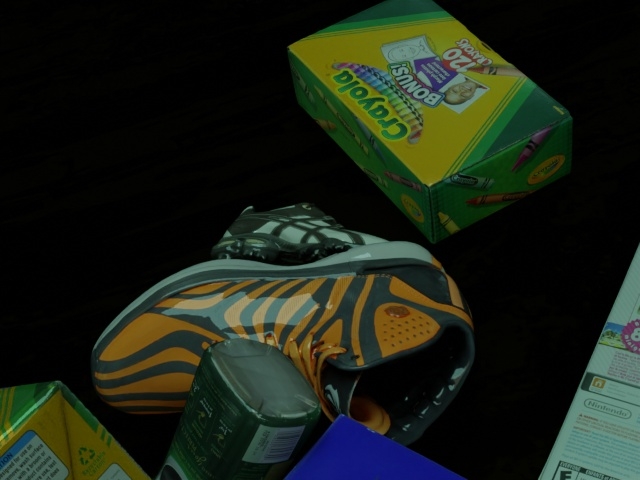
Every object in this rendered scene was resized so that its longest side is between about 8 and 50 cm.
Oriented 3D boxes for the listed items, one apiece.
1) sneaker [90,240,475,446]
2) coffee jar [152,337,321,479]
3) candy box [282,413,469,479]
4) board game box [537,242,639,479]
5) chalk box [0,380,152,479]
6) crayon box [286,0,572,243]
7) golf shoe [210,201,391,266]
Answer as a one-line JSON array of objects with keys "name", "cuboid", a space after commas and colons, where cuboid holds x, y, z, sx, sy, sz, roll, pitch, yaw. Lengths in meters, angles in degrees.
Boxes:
[{"name": "sneaker", "cuboid": [-0.028, 0.097, 0.998, 0.321, 0.124, 0.180, -17, 29, -4]}, {"name": "coffee jar", "cuboid": [-0.073, 0.171, 0.926, 0.079, 0.184, 0.096, 2, 35, -40]}, {"name": "candy box", "cuboid": [0.069, 0.299, 0.809, 0.317, 0.122, 0.268, 25, 58, 29]}, {"name": "board game box", "cuboid": [0.314, 0.131, 0.935, 0.224, 0.097, 0.303, 17, 55, 24]}, {"name": "chalk box", "cuboid": [-0.240, 0.224, 0.863, 0.180, 0.179, 0.289, -48, 18, -31]}, {"name": "crayon box", "cuboid": [0.105, -0.135, 1.250, 0.165, 0.081, 0.278, -27, 48, -15]}, {"name": "golf shoe", "cuboid": [0.000, 0.000, 1.145, 0.198, 0.077, 0.094, 5, 47, 15]}]
